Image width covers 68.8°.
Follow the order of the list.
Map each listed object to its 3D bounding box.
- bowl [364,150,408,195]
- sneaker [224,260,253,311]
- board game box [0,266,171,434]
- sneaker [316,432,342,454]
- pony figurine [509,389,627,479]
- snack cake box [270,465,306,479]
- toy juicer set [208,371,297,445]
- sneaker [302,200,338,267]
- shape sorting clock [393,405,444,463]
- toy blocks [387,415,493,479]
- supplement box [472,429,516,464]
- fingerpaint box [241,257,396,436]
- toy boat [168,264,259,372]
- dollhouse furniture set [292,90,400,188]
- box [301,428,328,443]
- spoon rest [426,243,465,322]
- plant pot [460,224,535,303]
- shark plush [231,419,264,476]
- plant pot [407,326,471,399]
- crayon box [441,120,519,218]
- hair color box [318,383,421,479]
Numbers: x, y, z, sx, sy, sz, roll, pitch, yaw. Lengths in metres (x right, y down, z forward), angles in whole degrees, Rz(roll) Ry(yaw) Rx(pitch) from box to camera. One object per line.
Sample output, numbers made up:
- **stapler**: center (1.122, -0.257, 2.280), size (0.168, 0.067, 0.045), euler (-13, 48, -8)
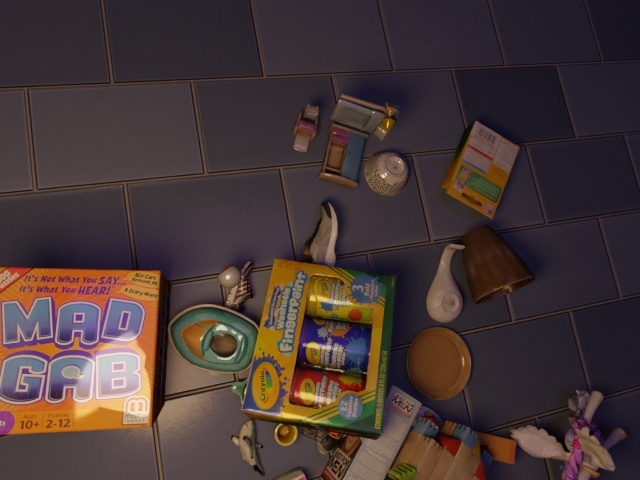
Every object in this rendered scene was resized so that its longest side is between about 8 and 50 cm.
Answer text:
- **bowl**: center (0.248, -0.250, 1.648), size (0.170, 0.080, 0.170), euler (3, 78, -14)
- **sneaker**: center (-0.238, 0.149, 1.458), size (0.074, 0.063, 0.170), euler (23, 79, -8)
- **board game box**: center (-0.587, 0.269, 1.193), size (0.356, 0.356, 0.357), euler (2, 79, -13)
- **sneaker**: center (0.055, 0.554, 1.440), size (0.084, 0.083, 0.215), euler (30, 75, -8)
- **pony figurine**: center (0.851, 0.677, 1.535), size (0.363, 0.302, 0.351), euler (-43, 105, -34)
- **snack cake box**: center (-0.076, 0.823, 1.350), size (0.152, 0.089, 0.264), euler (-19, 84, -15)
- **toy juicer set**: center (-0.149, 0.433, 1.409), size (0.329, 0.089, 0.209), euler (45, 73, -2)
- **sneaker**: center (0.000, 0.000, 1.529), size (0.108, 0.100, 0.272), euler (6, 78, -8)
- **shape sorting clock**: center (0.307, 0.634, 1.493), size (0.206, 0.040, 0.206), euler (1, 71, -3)
- **toy blocks**: center (0.380, 0.660, 1.369), size (0.381, 0.190, 0.261), euler (44, 66, -17)
- **supplement box**: center (0.521, 0.667, 1.537), size (0.233, 0.080, 0.078), euler (18, 75, -12)
- **fingerpaint box**: center (0.009, 0.300, 1.339), size (0.371, 0.163, 0.445), euler (8, 63, 5)
- **toy boat**: center (-0.292, 0.221, 1.341), size (0.267, 0.148, 0.318), euler (14, 89, -8)
- **dollhouse furniture set**: center (0.065, -0.333, 1.502), size (0.286, 0.303, 0.198), euler (15, 75, -11)
- **box**: center (-0.012, 0.571, 1.423), size (0.018, 0.083, 0.067), euler (34, 66, -49)
- **spoon rest**: center (0.444, 0.149, 1.630), size (0.137, 0.084, 0.276), euler (9, 90, -11)
- **plant pot**: center (0.585, 0.071, 1.619), size (0.215, 0.215, 0.230), euler (-14, 69, -16)
- **shark plush**: center (-0.194, 0.619, 1.382), size (0.067, 0.073, 0.161), euler (-22, 79, -47)
- **plant pot**: center (0.396, 0.413, 1.579), size (0.236, 0.032, 0.236), euler (2, 79, -13)
- **crayon box**: center (0.585, -0.253, 1.732), size (0.203, 0.083, 0.323), euler (28, 73, -7)
- **hair color box**: center (0.139, 0.615, 1.394), size (0.113, 0.185, 0.374), euler (35, 73, -5)
